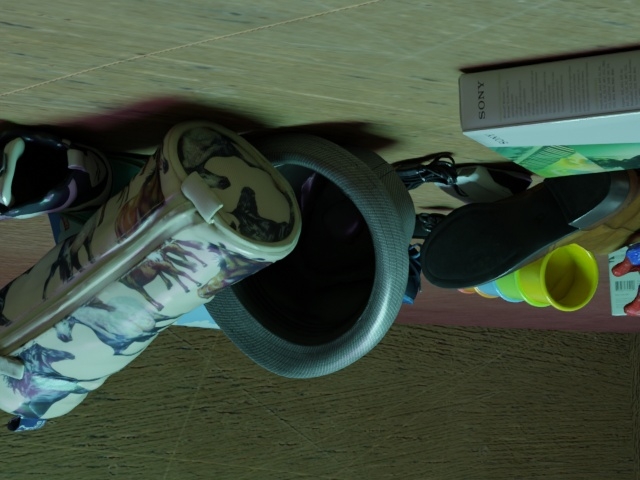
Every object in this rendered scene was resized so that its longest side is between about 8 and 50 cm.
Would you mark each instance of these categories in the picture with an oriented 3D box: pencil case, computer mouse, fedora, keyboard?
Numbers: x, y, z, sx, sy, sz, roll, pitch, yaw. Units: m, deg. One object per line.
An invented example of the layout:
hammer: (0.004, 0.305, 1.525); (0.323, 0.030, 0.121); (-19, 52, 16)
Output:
pencil case: (-0.202, 0.038, 1.387); (0.410, 0.160, 0.183); (-36, -178, 33)
computer mouse: (0.171, -0.061, 1.579); (0.193, 0.042, 0.106); (7, 168, -41)
fedora: (0.000, 0.000, 1.451); (0.124, 0.243, 0.275); (-33, 159, -49)
keyboard: (0.194, -0.017, 1.945); (0.317, 0.033, 0.201); (2, 178, -24)

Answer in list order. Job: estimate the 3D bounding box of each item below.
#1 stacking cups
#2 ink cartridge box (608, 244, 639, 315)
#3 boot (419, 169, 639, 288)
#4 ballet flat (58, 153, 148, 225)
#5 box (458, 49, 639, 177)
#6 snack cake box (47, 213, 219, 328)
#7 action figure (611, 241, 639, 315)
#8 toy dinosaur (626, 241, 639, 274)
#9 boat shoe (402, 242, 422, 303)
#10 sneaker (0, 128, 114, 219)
stacking cups: (0.256, 0.036, 1.945); (0.096, 0.096, 0.316); (4, -178, -27)
ink cartridge box: (0.466, 0.038, 1.972); (0.099, 0.135, 0.056); (-4, 174, 29)
boot: (0.279, -0.015, 1.630); (0.264, 0.096, 0.280); (-37, 159, 24)
ballet flat: (-0.185, -0.050, 1.518); (0.247, 0.083, 0.087); (3, -175, -14)
box: (0.307, -0.111, 1.178); (0.322, 0.058, 0.232); (-4, 171, 27)
snack cake box: (-0.187, 0.017, 1.658); (0.089, 0.152, 0.264); (-31, 155, 32)
action figure: (0.439, -0.003, 1.587); (0.139, 0.091, 0.280); (-12, 160, -8)
toy dinosaur: (0.496, 0.059, 1.841); (0.200, 0.296, 0.127); (-5, -159, 38)
boat shoe: (0.096, 0.036, 1.980); (0.109, 0.089, 0.258); (15, -177, -1)
sneaker: (-0.330, -0.061, 1.371); (0.235, 0.094, 0.153); (-1, 171, 1)
